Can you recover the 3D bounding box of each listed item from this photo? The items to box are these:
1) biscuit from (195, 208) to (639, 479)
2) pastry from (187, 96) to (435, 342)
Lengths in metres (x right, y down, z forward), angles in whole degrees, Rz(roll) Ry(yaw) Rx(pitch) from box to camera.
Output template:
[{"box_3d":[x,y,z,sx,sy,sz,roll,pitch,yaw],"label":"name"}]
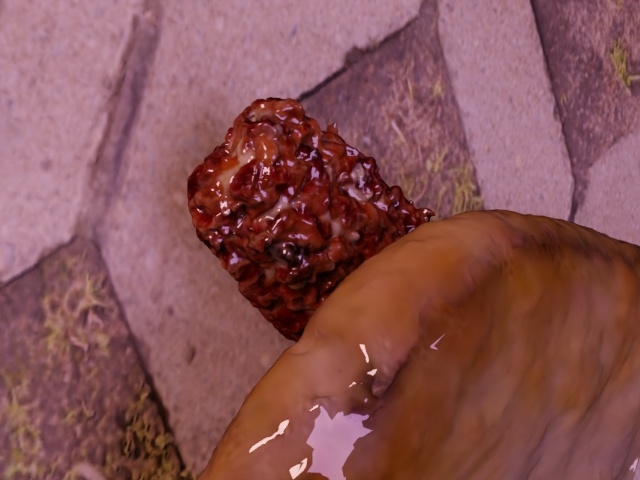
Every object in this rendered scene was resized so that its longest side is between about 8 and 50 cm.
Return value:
[{"box_3d":[0.068,0.185,0.668,0.446,0.104,0.429,11,104,-50],"label":"biscuit"},{"box_3d":[0.000,0.002,0.661,0.208,0.097,0.115,39,48,-38],"label":"pastry"}]
